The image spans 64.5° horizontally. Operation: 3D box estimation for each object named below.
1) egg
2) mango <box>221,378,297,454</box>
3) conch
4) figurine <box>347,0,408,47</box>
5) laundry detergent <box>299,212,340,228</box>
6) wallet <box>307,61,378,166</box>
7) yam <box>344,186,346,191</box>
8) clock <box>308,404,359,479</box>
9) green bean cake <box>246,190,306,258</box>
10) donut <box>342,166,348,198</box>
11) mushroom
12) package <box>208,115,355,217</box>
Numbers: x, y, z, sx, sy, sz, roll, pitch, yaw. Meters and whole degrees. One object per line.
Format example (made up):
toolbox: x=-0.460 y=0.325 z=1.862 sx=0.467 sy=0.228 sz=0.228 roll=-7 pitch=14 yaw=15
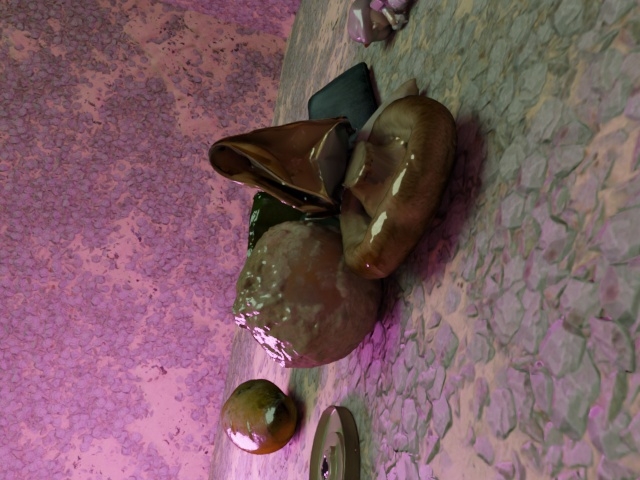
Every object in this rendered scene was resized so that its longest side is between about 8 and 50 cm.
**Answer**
egg: x=-0.023 y=0.091 z=0.913 sx=0.310 sy=0.280 sz=0.278 roll=-98 pitch=23 yaw=-73
mango: x=-0.151 y=0.469 z=1.344 sx=0.330 sy=0.176 sz=0.176 roll=-5 pitch=104 yaw=55
conch: x=0.123 y=-0.210 z=0.931 sx=0.094 sy=0.105 sz=0.176 roll=19 pitch=94 yaw=47
figurine: x=0.129 y=-0.511 z=1.143 sx=0.229 sy=0.112 sz=0.137 roll=-11 pitch=62 yaw=65
laundry detergent: x=0.000 y=0.000 z=1.182 sx=0.078 sy=0.145 sz=0.221 roll=58 pitch=-131 yaw=-61
wallet: x=0.048 y=-0.290 z=1.191 sx=0.191 sy=0.046 sz=0.378 roll=-27 pitch=36 yaw=19
yam: x=0.098 y=-0.104 z=0.995 sx=0.169 sy=0.069 sz=0.068 roll=-169 pitch=91 yaw=-78
clock: x=0.017 y=0.426 z=0.941 sx=0.235 sy=0.029 sz=0.234 roll=-168 pitch=90 yaw=-77
green bean cake: x=-0.098 y=0.031 z=1.411 sx=0.335 sy=0.218 sz=0.318 roll=-116 pitch=32 yaw=-78
donut: x=0.048 y=-0.177 z=1.217 sx=0.217 sy=0.085 sz=0.141 roll=-117 pitch=40 yaw=-72
mushroom: x=0.107 y=-0.080 z=0.755 sx=0.278 sy=0.146 sz=0.278 roll=-161 pitch=90 yaw=-74
package: x=-0.035 y=-0.109 z=0.901 sx=0.311 sy=0.222 sz=0.164 roll=-47 pitch=-54 yaw=-82
